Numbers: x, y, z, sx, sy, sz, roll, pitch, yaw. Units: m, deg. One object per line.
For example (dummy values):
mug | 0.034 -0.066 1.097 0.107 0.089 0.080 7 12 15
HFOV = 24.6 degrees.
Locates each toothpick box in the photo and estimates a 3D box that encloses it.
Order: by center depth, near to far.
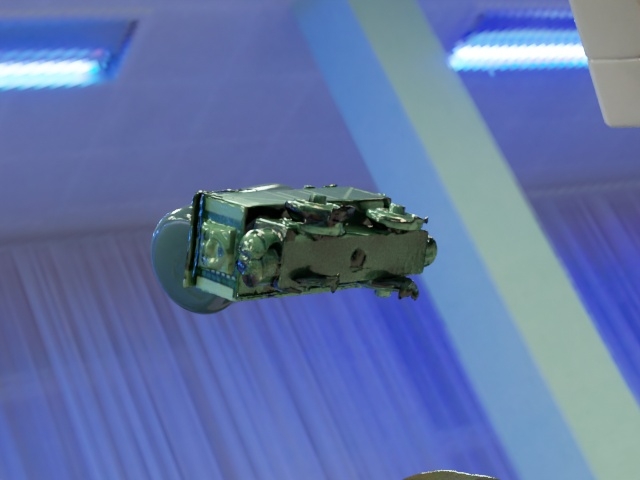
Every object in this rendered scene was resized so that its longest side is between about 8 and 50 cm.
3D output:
toothpick box | -0.089 0.002 1.631 0.184 0.120 0.120 -25 -18 -51

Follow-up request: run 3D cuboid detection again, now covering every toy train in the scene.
toy train | 0.000 0.000 1.462 0.269 0.154 0.115 -5 -74 -47

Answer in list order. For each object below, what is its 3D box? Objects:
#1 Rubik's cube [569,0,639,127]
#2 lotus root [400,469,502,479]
Rubik's cube | 0.475 -0.318 1.671 0.292 0.291 0.290 2 34 43
lotus root | 0.084 0.402 1.552 0.375 0.390 0.111 -12 -60 24
